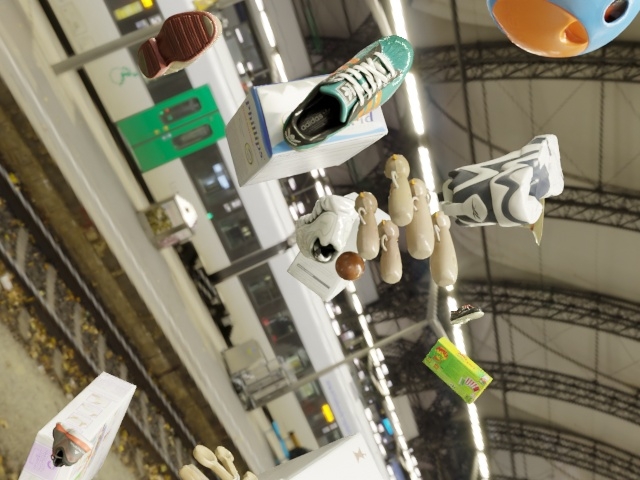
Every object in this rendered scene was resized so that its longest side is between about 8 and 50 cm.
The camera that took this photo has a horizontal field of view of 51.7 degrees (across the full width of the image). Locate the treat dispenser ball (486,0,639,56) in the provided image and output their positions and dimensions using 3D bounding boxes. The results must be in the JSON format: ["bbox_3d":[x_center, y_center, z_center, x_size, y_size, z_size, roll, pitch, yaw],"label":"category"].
[{"bbox_3d":[0.446,-0.482,1.201,0.288,0.288,0.288,155,-90,-83],"label":"treat dispenser ball"}]

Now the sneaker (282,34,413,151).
[{"bbox_3d":[0.059,-0.271,1.221,0.108,0.302,0.121,49,-1,-8],"label":"sneaker"}]

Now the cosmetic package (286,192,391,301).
[{"bbox_3d":[0.054,0.009,1.721,0.138,0.225,0.224,37,18,9],"label":"cosmetic package"}]

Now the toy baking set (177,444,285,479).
[{"bbox_3d":[-0.077,0.351,0.883,0.256,0.030,0.197,38,3,-12],"label":"toy baking set"}]

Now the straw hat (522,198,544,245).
[{"bbox_3d":[0.458,-0.057,1.467,0.144,0.061,0.145,3,90,-76],"label":"straw hat"}]

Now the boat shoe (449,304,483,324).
[{"bbox_3d":[0.354,0.177,1.614,0.133,0.048,0.042,134,-44,-69],"label":"boat shoe"}]

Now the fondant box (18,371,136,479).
[{"bbox_3d":[-0.542,0.463,1.453,0.096,0.238,0.330,25,10,-2],"label":"fondant box"}]

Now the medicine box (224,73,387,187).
[{"bbox_3d":[-0.043,-0.240,1.448,0.289,0.263,0.149,-24,-98,68],"label":"medicine box"}]

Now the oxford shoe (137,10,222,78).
[{"bbox_3d":[-0.365,-0.544,1.806,0.348,0.130,0.123,-6,-76,45],"label":"oxford shoe"}]

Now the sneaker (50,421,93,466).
[{"bbox_3d":[-0.462,0.370,1.183,0.061,0.065,0.158,46,-30,-17],"label":"sneaker"}]

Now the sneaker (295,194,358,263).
[{"bbox_3d":[0.000,0.000,1.449,0.292,0.110,0.118,126,-23,-68],"label":"sneaker"}]

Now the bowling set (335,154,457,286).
[{"bbox_3d":[0.110,-0.024,1.160,0.287,0.199,0.154,51,32,-49],"label":"bowling set"}]

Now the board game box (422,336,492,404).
[{"bbox_3d":[0.394,0.376,1.913,0.181,0.043,0.092,42,-60,22],"label":"board game box"}]

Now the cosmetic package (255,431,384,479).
[{"bbox_3d":[-0.052,0.715,1.578,0.327,0.393,0.329,-11,70,-54],"label":"cosmetic package"}]

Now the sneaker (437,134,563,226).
[{"bbox_3d":[0.250,-0.083,0.945,0.153,0.235,0.094,-3,-62,35],"label":"sneaker"}]
